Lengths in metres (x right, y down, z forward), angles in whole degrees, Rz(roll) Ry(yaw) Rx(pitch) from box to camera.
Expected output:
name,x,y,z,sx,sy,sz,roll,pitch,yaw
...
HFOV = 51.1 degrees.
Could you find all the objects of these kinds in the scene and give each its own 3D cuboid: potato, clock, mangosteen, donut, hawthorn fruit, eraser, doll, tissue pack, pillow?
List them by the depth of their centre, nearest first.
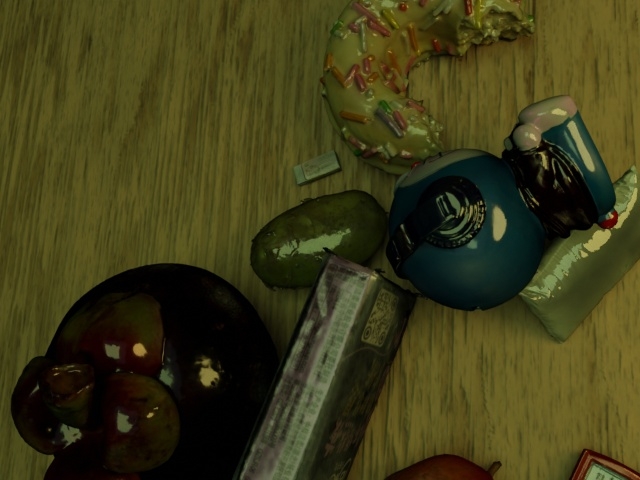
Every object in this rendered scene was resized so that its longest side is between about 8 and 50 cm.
name,x,y,z,sx,sy,sz,roll,pitch,yaw
doll,0.235,-0.039,0.933,0.309,0.284,0.240,-28,71,13
clock,0.396,0.387,0.947,0.113,0.061,0.155,27,84,20
hawthorn fruit,0.186,0.394,0.962,0.225,0.197,0.196,-36,69,-19
mangosteen,-0.246,0.231,0.981,0.381,0.435,0.382,1,97,5
pillow,0.408,0.027,0.992,0.144,0.078,0.254,42,92,-21
tissue pack,0.020,0.213,0.994,0.122,0.259,0.362,22,87,24
donut,0.151,-0.303,1.116,0.307,0.150,0.371,31,90,21
potato,0.000,0.000,1.123,0.251,0.113,0.149,-22,59,-1
eraser,-0.006,-0.129,1.199,0.083,0.019,0.038,-21,75,12
